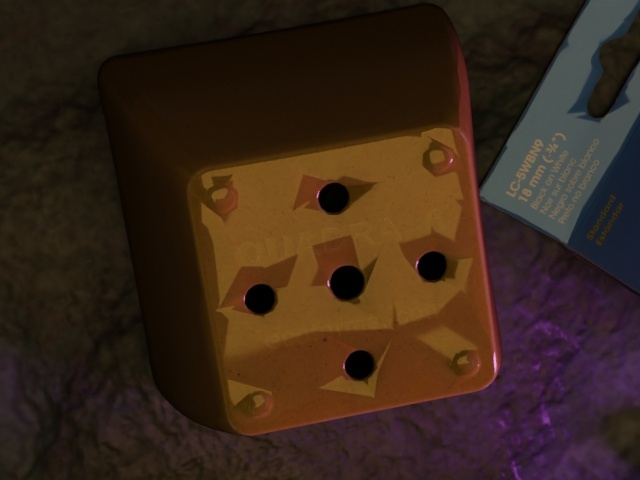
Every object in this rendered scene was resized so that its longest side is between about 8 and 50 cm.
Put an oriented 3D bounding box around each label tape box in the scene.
[{"bbox_3d":[0.301,-0.041,0.997,0.333,0.106,0.241,27,99,-14],"label":"label tape box"}]

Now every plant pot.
[{"bbox_3d":[0.000,0.000,0.920,0.212,0.187,0.212,-10,106,-6],"label":"plant pot"}]
